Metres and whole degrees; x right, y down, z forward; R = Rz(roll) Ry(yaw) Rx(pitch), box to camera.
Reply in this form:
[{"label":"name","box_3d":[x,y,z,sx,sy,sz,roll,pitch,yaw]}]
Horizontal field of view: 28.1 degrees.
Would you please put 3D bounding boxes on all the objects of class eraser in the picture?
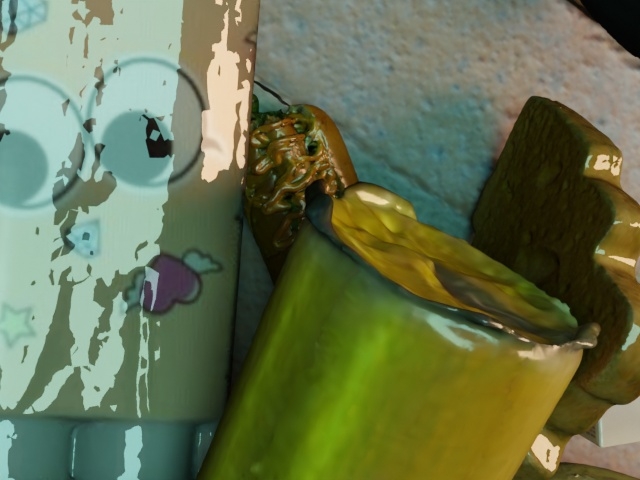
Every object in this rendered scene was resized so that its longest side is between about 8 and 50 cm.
[{"label":"eraser","box_3d":[-0.129,-0.011,0.711,0.171,0.087,0.290,4,94,-17]}]

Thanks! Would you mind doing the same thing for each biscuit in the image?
[{"label":"biscuit","box_3d":[0.127,0.023,0.733,0.041,0.212,0.238,19,64,-19]}]

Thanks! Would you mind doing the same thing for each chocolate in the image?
[{"label":"chocolate","box_3d":[-0.029,0.189,0.688,0.162,0.162,0.445,22,107,-14]}]

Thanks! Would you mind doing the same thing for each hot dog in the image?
[{"label":"hot dog","box_3d":[0.000,0.000,0.759,0.072,0.055,0.188,-23,101,-8]}]

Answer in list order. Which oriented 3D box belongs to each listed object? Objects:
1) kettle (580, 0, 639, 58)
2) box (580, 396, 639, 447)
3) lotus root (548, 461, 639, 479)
[{"label":"kettle","box_3d":[0.160,-0.232,0.663,0.207,0.271,0.250,16,90,-14]},{"label":"box","box_3d":[0.199,0.076,0.771,0.129,0.130,0.051,-6,98,-12]},{"label":"lotus root","box_3d":[0.164,0.186,0.801,0.183,0.077,0.090,15,85,-17]}]
